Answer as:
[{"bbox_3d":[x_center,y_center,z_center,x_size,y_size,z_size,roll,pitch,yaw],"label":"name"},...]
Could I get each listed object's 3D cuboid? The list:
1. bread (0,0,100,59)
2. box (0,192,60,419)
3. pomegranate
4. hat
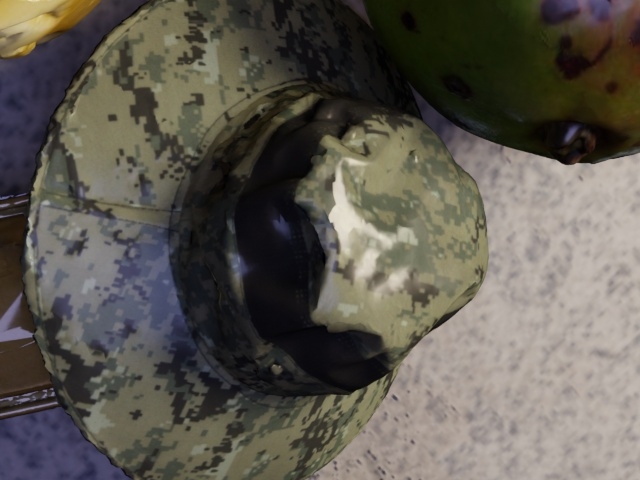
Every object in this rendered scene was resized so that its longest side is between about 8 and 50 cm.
[{"bbox_3d":[-0.077,-0.217,0.719,0.121,0.173,0.311,41,87,-7],"label":"bread"},{"bbox_3d":[-0.146,0.029,0.795,0.177,0.111,0.111,-12,104,-7],"label":"box"},{"bbox_3d":[0.118,-0.153,0.771,0.202,0.202,0.248,5,72,-11],"label":"pomegranate"},{"bbox_3d":[0.000,0.000,0.757,0.265,0.128,0.266,-1,92,-40],"label":"hat"}]
